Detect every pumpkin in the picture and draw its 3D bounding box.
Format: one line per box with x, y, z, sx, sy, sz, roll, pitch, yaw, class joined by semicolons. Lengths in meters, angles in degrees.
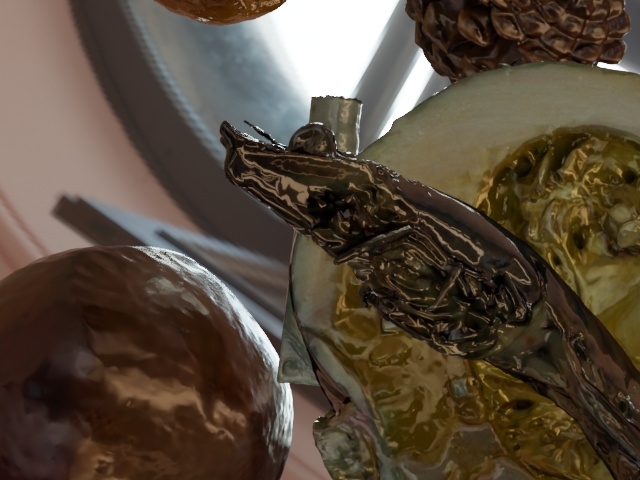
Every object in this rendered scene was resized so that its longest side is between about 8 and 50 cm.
0.130;0.075;0.855;0.263;0.293;0.197;-22;-22;0;pumpkin

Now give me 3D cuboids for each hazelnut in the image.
-0.242;0.186;1.818;0.421;0.420;0.353;1;-96;-59;hazelnut

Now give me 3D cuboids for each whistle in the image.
0.000;0.000;1.727;0.062;0.062;0.312;20;-105;-62;whistle

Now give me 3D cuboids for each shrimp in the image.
0.073;0.053;0.589;0.051;0.198;0.262;-43;-50;16;shrimp

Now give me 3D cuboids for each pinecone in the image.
0.153;-0.196;1.288;0.212;0.168;0.186;94;173;-84;pinecone

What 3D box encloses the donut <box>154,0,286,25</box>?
-0.082;-0.376;1.561;0.317;0.299;0.150;-41;-3;26;donut
